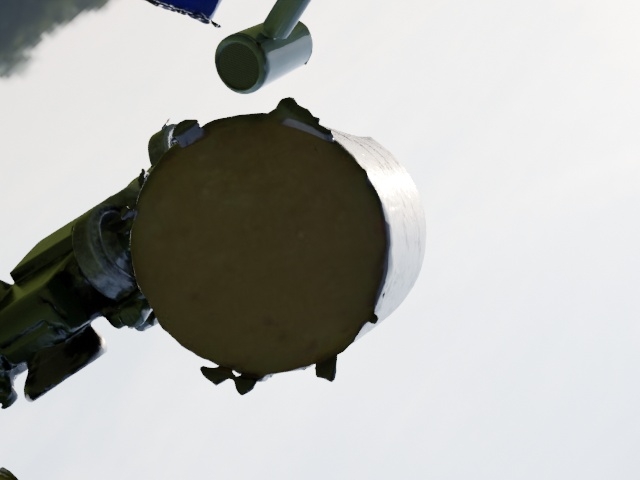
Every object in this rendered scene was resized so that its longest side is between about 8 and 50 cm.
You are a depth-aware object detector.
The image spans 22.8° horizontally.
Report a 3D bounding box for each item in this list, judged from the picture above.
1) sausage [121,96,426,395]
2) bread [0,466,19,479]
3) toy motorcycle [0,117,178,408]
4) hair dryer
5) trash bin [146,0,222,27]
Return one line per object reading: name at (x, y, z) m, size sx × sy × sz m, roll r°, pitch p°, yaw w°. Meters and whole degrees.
sausage at (0.001, 0.002, 0.838) m, size 0.117 × 0.125 × 0.317 m, roll -12°, pitch 179°, yaw 11°
bread at (-0.300, 0.259, 1.206) m, size 0.158 × 0.260 × 0.156 m, roll -42°, pitch 161°, yaw 27°
toy motorcycle at (-0.171, 0.023, 1.278) m, size 0.205 × 0.127 × 0.275 m, roll -31°, pitch -168°, yaw 26°
hair dryer at (-0.014, -0.145, 0.953) m, size 0.063 × 0.038 × 0.124 m, roll -35°, pitch 164°, yaw -54°
trash bin at (-0.091, -0.263, 0.934) m, size 0.234 × 0.184 × 0.162 m, roll -66°, pitch 162°, yaw 8°
